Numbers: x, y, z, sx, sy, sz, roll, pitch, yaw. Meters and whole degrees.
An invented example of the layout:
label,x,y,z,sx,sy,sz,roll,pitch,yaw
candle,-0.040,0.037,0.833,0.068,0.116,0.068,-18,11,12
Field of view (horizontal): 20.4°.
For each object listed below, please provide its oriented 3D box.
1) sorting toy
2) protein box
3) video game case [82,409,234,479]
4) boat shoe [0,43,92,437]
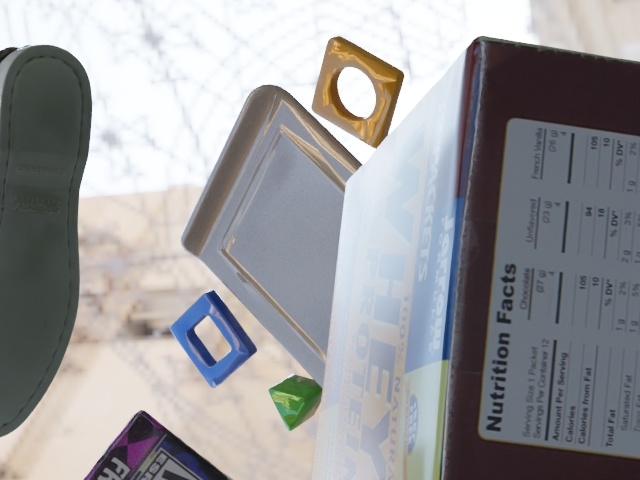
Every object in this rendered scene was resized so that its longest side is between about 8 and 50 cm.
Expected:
label,x,y,z,sx,sy,sz,roll,pitch,yaw
sorting toy,0.000,0.000,1.336,0.047,0.196,0.348,-29,-25,-47
protein box,0.116,0.040,0.575,0.200,0.201,0.136,135,143,-76
video game case,-0.053,0.214,0.627,0.232,0.210,0.042,-52,0,-12
boat shoe,-0.185,0.000,1.031,0.081,0.068,0.228,13,-94,-38
